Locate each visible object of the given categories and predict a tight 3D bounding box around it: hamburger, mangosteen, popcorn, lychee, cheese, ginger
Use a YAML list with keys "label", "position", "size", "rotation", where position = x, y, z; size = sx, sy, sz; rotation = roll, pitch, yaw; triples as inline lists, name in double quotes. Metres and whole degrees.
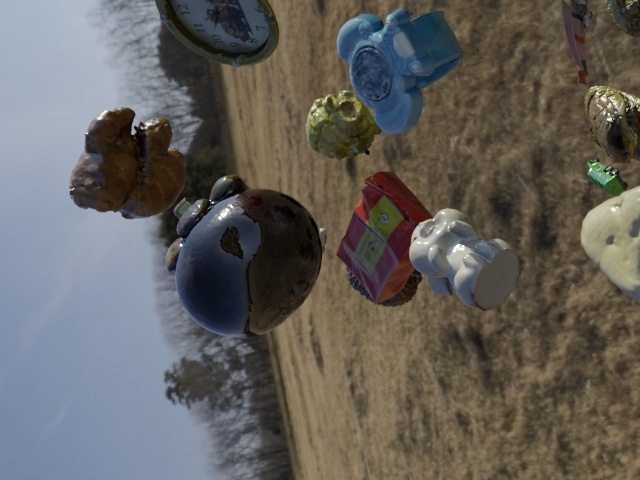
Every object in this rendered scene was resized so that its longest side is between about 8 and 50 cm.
- label: "hamburger"
  position: [0.714, -0.272, 1.497]
  size: [0.183, 0.130, 0.206]
  rotation: [55, -177, -34]
- label: "mangosteen"
  position: [-0.149, 0.019, 1.099]
  size: [0.302, 0.275, 0.275]
  rotation: [36, 152, 21]
- label: "popcorn"
  position: [0.053, -0.256, 1.420]
  size: [0.142, 0.173, 0.173]
  rotation: [-106, 9, -48]
- label: "lychee"
  position: [0.210, 0.096, 2.020]
  size: [0.271, 0.236, 0.236]
  rotation: [18, 130, 31]
- label: "cheese"
  position: [0.680, -0.028, 1.316]
  size: [0.248, 0.173, 0.251]
  rotation: [-119, 23, -64]
- label: "ginger"
  position: [-0.483, -0.193, 1.609]
  size: [0.357, 0.152, 0.274]
  rotation: [8, -96, -55]
- label: "hamburger"
  position: [0.660, -0.502, 1.234]
  size: [0.122, 0.215, 0.189]
  rotation: [20, 98, 53]

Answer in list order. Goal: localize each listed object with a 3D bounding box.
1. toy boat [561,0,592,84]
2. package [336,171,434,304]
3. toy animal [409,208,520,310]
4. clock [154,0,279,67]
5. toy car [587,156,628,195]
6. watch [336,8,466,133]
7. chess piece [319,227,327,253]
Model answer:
- label: "toy boat"
  position: [0.657, -0.579, 1.619]
  size: [0.072, 0.219, 0.318]
  rotation: [8, 94, 45]
- label: "package"
  position: [0.159, -0.003, 1.515]
  size: [0.196, 0.123, 0.423]
  rotation: [50, 156, 19]
- label: "toy animal"
  position: [0.254, 0.040, 1.097]
  size: [0.178, 0.127, 0.193]
  rotation: [44, 173, -33]
- label: "clock"
  position: [-0.178, -0.410, 1.097]
  size: [0.237, 0.237, 0.057]
  rotation: [97, -170, -64]
- label: "toy car"
  position: [0.870, -0.195, 1.902]
  size: [0.071, 0.062, 0.165]
  rotation: [46, -167, -23]
- label: "watch"
  position: [0.156, -0.310, 1.066]
  size: [0.211, 0.193, 0.211]
  rotation: [30, 134, 36]
- label: "chess piece"
  position: [0.000, 0.000, 1.505]
  size: [0.092, 0.035, 0.035]
  rotation: [108, 152, -57]
